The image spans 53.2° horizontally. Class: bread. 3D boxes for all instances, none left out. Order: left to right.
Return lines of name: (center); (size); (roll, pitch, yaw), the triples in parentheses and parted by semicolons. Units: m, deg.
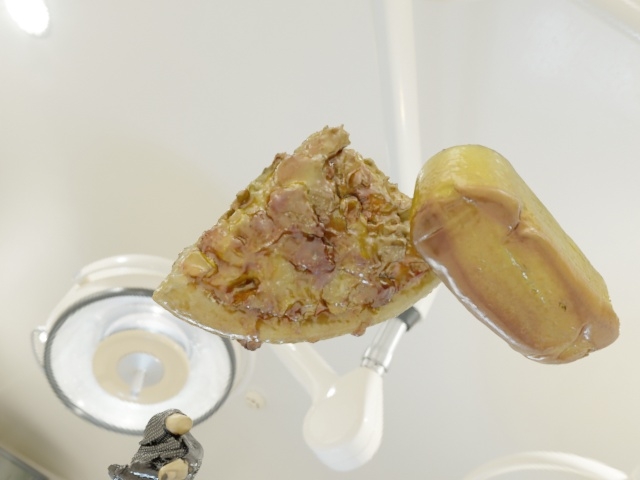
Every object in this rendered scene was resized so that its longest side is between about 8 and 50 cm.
bread: (0.175, 0.022, 0.568); (0.102, 0.094, 0.245); (-27, -58, 35)

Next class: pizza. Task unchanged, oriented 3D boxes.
pizza: (0.000, 0.000, 0.641); (0.086, 0.335, 0.226); (-132, -140, -62)

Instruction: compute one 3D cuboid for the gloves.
gloves: (-0.208, 0.304, 0.864); (0.106, 0.129, 0.180); (56, -15, -11)
